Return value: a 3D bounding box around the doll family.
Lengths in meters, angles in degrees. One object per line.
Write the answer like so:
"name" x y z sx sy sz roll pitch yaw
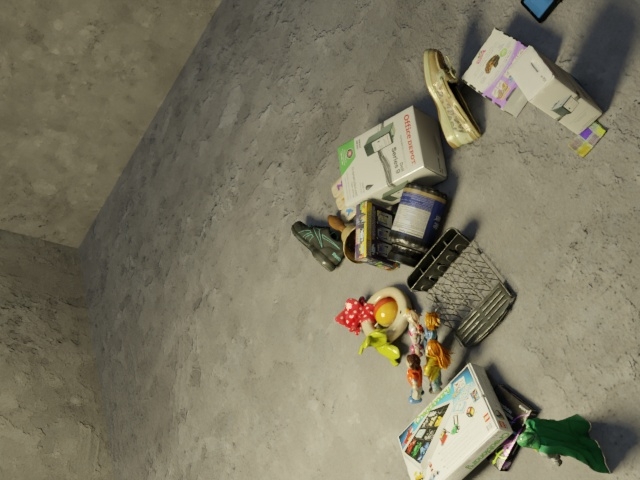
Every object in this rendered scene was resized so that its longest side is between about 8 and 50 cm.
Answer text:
"doll family" 0.272 0.269 1.783 0.263 0.118 0.163 -81 -15 -56

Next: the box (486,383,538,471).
"box" 0.416 0.428 1.648 0.116 0.029 0.162 36 103 52

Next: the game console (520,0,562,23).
"game console" 0.569 -0.651 1.872 0.071 0.107 0.122 -28 49 7

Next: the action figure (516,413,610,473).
"action figure" 0.468 0.399 1.424 0.063 0.232 0.137 -51 41 26

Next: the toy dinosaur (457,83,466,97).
"toy dinosaur" 0.381 -0.438 2.047 0.082 0.047 0.090 -36 36 14

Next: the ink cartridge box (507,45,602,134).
"ink cartridge box" 0.544 -0.349 1.666 0.082 0.190 0.140 -48 37 30

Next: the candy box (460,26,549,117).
"candy box" 0.487 -0.444 1.888 0.165 0.070 0.196 -57 40 19

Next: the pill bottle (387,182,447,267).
"pill bottle" 0.258 -0.039 1.965 0.122 0.122 0.219 18 90 53

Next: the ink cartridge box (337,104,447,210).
"ink cartridge box" 0.204 -0.229 2.085 0.289 0.121 0.211 -26 59 35

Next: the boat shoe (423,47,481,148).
"boat shoe" 0.361 -0.399 1.968 0.089 0.104 0.285 -19 89 33

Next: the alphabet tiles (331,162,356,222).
"alphabet tiles" 0.143 -0.195 2.261 0.278 0.021 0.284 -46 44 30

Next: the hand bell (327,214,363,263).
"hand bell" 0.077 -0.033 2.211 0.126 0.126 0.242 -64 31 10

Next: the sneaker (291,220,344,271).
"sneaker" 0.000 0.000 2.323 0.106 0.101 0.267 -48 43 3

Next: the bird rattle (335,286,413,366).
"bird rattle" 0.170 0.222 2.009 0.207 0.143 0.253 -47 29 13

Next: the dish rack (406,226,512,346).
"dish rack" 0.354 0.124 1.818 0.208 0.074 0.272 -54 41 23

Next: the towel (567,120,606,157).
"towel" 0.623 -0.239 1.678 0.083 0.009 0.060 -52 40 25

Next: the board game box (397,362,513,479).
"board game box" 0.310 0.463 1.710 0.305 0.053 0.193 -54 31 28

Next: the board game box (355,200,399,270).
"board game box" 0.165 -0.011 2.058 0.048 0.141 0.170 -20 60 46
